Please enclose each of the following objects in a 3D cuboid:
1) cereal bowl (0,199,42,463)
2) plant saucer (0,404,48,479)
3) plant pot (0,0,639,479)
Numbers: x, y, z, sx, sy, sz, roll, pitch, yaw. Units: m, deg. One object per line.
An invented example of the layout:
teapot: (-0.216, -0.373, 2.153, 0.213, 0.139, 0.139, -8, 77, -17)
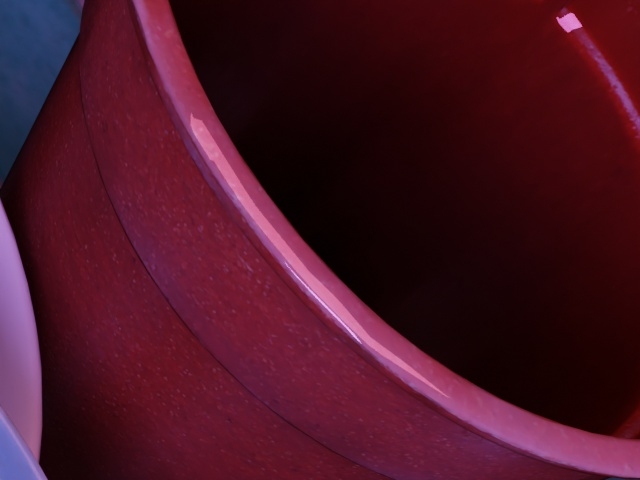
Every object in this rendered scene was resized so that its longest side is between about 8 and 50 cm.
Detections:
cereal bowl: (-0.259, 0.048, 0.379, 0.339, 0.141, 0.338, 18, 54, -26)
plant saucer: (-0.190, 0.114, 0.260, 0.318, 0.044, 0.317, 17, 53, -25)
plant pot: (0.000, 0.000, 0.506, 0.272, 0.265, 0.272, 17, 54, -25)
